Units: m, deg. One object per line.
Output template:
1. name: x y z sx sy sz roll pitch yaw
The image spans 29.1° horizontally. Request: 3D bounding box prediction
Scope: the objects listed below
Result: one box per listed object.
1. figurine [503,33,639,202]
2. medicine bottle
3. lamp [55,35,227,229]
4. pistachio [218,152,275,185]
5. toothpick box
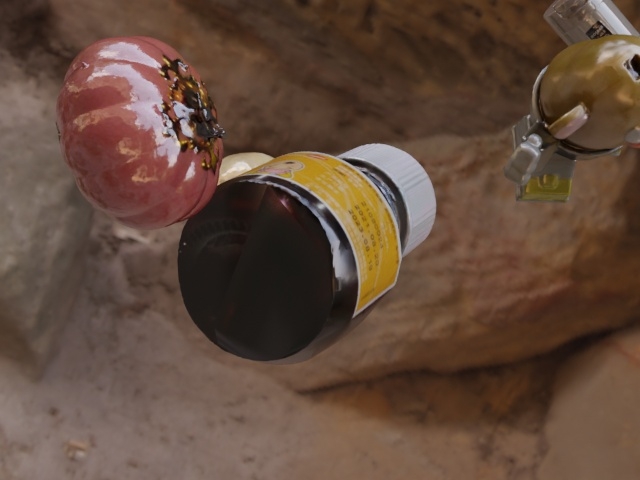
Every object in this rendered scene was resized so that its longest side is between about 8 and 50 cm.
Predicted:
1. figurine: 0.362 -0.176 1.639 0.167 0.342 0.285 27 -22 2
2. medicine bottle: 0.000 0.000 1.576 0.243 0.242 0.395 29 22 15
3. lamp: -0.154 -0.101 1.117 0.182 0.140 0.182 51 28 -42
4. pistachio: -0.124 -0.100 2.120 0.145 0.117 0.200 36 20 6
5. toothpick box: 0.499 -0.375 2.226 0.180 0.111 0.111 46 15 -9
